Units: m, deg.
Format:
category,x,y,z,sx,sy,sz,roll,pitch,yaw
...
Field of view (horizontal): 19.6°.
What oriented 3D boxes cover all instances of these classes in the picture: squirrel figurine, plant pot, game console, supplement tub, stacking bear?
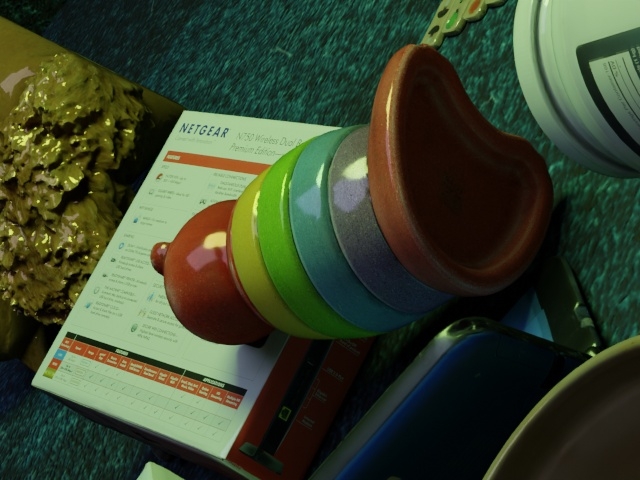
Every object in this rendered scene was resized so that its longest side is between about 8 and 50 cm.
category,x,y,z,sx,sy,sz,roll,pitch,yaw
squirrel figurine,-0.327,-0.030,2.092,0.370,0.281,0.397,-63,19,2
plant pot,0.176,0.174,0.964,0.237,0.109,0.237,-46,24,28
game console,0.042,0.134,1.232,0.293,0.250,0.173,-50,50,17
supplement tub,0.259,-0.135,1.095,0.272,0.191,0.191,-10,51,61
stacking bear,0.000,0.000,1.379,0.289,0.175,0.164,-21,39,40

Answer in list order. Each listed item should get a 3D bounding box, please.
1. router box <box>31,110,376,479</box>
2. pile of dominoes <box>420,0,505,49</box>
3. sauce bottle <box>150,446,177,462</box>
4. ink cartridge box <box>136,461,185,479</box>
category,x,y,z,sx,sy,sz,roll,pitch,yaw
router box,-0.076,0.042,1.615,0.335,0.082,0.301,12,70,54
pile of dominoes,0.174,-0.297,1.692,0.251,0.040,0.196,-31,34,49
sauce bottle,-0.107,0.147,1.683,0.128,0.042,0.042,-54,22,13
ink cartridge box,-0.164,0.342,1.422,0.309,0.130,0.272,-52,21,13
